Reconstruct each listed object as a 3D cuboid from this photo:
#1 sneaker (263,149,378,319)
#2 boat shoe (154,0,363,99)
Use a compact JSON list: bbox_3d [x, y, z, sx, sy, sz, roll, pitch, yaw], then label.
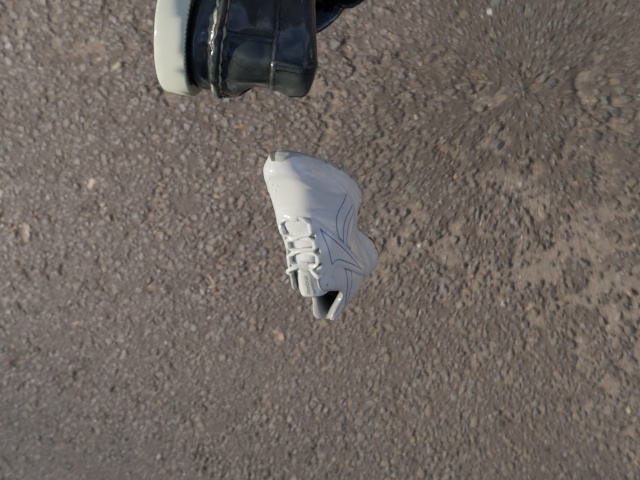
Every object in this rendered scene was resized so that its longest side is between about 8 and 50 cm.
[{"bbox_3d":[0.000,0.000,0.856,0.110,0.129,0.297,6,146,30],"label":"sneaker"},{"bbox_3d":[-0.013,-0.210,0.495,0.113,0.340,0.127,13,128,4],"label":"boat shoe"}]
